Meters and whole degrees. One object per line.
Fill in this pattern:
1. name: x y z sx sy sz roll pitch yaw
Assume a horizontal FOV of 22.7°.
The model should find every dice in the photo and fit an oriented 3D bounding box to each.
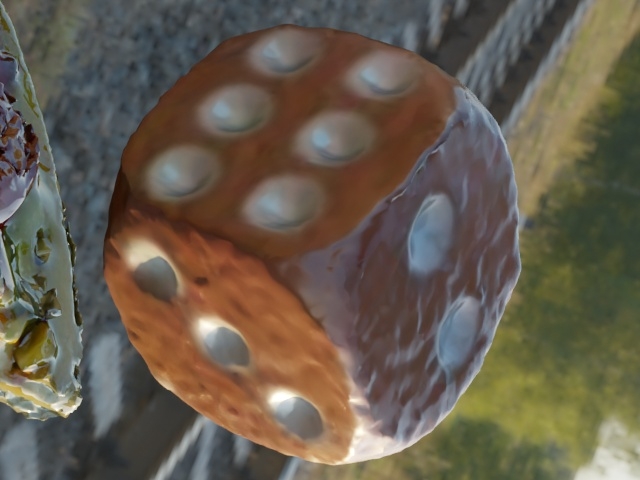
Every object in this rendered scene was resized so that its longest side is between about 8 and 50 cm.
1. dice: 0.000 0.000 0.873 0.175 0.174 0.179 -47 144 -35

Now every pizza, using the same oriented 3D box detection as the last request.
1. pizza: -0.287 -0.084 1.070 0.406 0.130 0.439 5 65 -73
